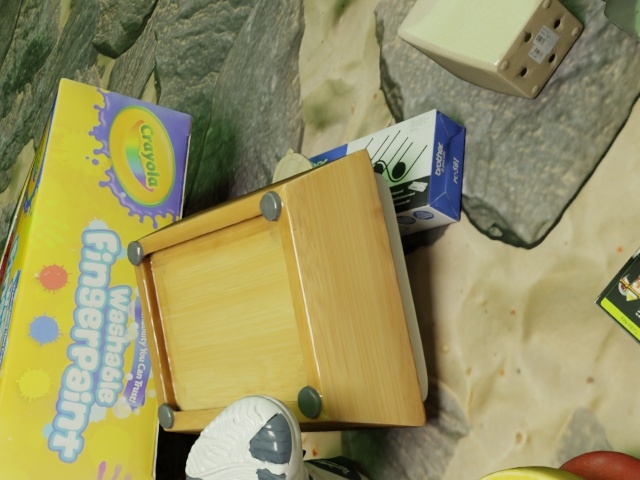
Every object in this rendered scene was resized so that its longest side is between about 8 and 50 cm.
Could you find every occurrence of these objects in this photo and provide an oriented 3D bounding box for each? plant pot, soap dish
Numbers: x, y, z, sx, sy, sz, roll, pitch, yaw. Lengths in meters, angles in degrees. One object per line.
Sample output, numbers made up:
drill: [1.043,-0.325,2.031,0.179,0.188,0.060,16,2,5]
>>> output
plant pot: [0.153,-0.181,0.720,0.096,0.109,0.109,45,107,38]
soap dish: [-0.052,0.065,0.764,0.290,0.118,0.229,-16,83,47]

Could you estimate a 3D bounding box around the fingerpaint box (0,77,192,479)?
fingerpaint box: [-0.299,0.106,0.986,0.371,0.163,0.445,-41,42,54]

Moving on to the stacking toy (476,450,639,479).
stacking toy: [0.124,0.283,0.542,0.309,0.130,0.280,-30,76,42]

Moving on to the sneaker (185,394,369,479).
sneaker: [-0.020,0.189,0.671,0.094,0.153,0.235,23,126,32]

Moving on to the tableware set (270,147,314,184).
tableware set: [0.000,0.000,0.803,0.168,0.020,0.141,30,115,40]

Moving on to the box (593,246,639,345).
box: [0.285,0.026,0.492,0.184,0.045,0.191,-57,39,16]

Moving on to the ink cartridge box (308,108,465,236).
ink cartridge box: [0.043,-0.047,0.823,0.207,0.046,0.097,-16,58,46]

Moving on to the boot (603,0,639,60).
boot: [0.249,-0.239,0.657,0.137,0.076,0.198,-51,38,28]
